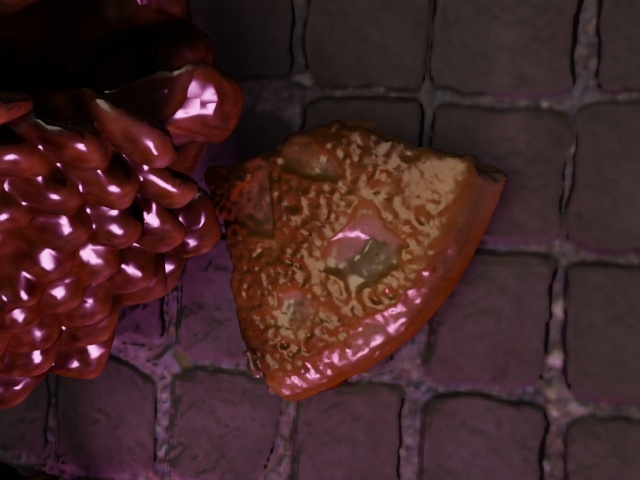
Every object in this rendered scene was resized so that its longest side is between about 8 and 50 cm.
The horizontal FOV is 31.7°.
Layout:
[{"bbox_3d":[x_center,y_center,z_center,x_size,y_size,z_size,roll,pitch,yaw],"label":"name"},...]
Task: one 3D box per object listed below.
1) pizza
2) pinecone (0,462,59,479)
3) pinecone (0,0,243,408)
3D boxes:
[{"bbox_3d":[0.000,0.000,0.650,0.161,0.062,0.182,32,107,12],"label":"pizza"},{"bbox_3d":[-0.226,0.245,0.657,0.257,0.243,0.243,0,91,43],"label":"pinecone"},{"bbox_3d":[-0.239,-0.095,0.604,0.384,0.384,0.384,0,91,22],"label":"pinecone"}]
